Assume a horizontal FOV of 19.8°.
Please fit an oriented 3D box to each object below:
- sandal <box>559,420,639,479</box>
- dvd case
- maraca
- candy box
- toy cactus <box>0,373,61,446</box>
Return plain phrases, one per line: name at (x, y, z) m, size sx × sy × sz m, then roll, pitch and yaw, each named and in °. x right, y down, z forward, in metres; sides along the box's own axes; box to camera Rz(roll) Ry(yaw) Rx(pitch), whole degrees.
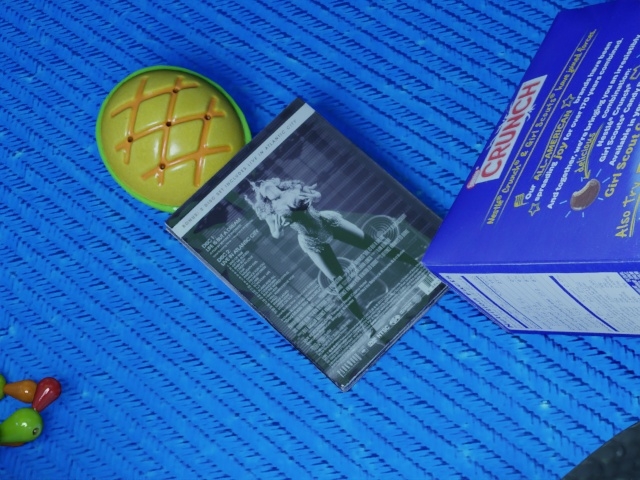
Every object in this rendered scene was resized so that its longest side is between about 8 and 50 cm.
sandal at (0.138, 0.284, 1.302) m, size 0.446 × 0.107 × 0.167 m, roll -27°, pitch 50°, yaw -15°
dvd case at (0.000, 0.000, 1.551) m, size 0.164 × 0.018 × 0.221 m, roll -44°, pitch 69°, yaw -11°
maraca at (-0.115, -0.078, 1.630) m, size 0.186 × 0.099 × 0.127 m, roll 39°, pitch 84°, yaw 9°
candy box at (0.264, -0.062, 1.381) m, size 0.317 × 0.122 × 0.268 m, roll -1°, pitch 54°, yaw 54°
toy cactus at (-0.336, 0.165, 1.554) m, size 0.219 × 0.112 × 0.180 m, roll 12°, pitch 72°, yaw 17°
